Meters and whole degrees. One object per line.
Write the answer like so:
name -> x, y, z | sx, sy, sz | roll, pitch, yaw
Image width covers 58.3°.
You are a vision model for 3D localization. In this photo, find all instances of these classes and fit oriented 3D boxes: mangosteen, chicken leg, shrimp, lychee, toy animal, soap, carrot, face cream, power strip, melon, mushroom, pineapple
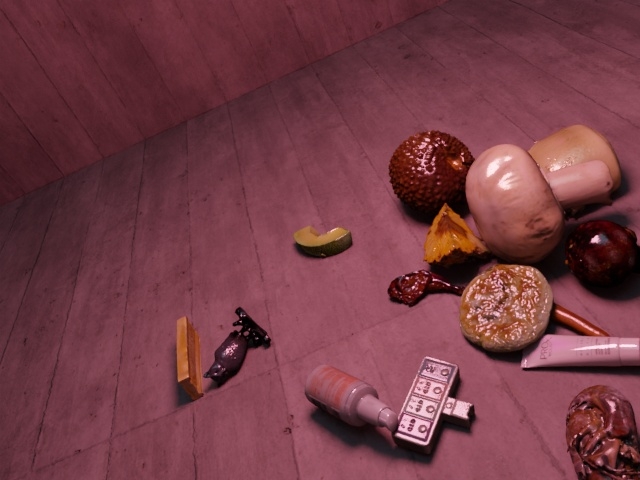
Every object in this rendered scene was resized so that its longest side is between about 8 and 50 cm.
mangosteen -> 0.669, 0.028, 1.335 | 0.184, 0.172, 0.172 | -2, 38, 0
chicken leg -> 0.280, 0.124, 1.540 | 0.205, 0.053, 0.093 | -18, 59, 22
shrimp -> 0.516, 0.401, 0.995 | 0.145, 0.116, 0.343 | -25, 33, 27
lychee -> 0.334, -0.199, 1.748 | 0.268, 0.267, 0.267 | -16, 37, 13
toy animal -> -0.255, 0.301, 1.607 | 0.210, 0.121, 0.117 | -47, 22, -17
soap -> -0.374, 0.330, 1.637 | 0.037, 0.092, 0.252 | -23, 36, 1
carrot -> 0.556, 0.172, 1.318 | 0.043, 0.043, 0.248 | -37, 39, -15
face cream -> 0.558, 0.236, 1.230 | 0.244, 0.058, 0.092 | -7, 44, 34
face cream -> 0.076, 0.362, 1.293 | 0.101, 0.101, 0.252 | -45, 33, -25
power strip -> 0.259, 0.365, 1.251 | 0.145, 0.061, 0.215 | 10, 49, 30
melon -> 0.000, 0.000, 1.853 | 0.209, 0.064, 0.118 | 18, 55, 47
mushroom -> 0.550, -0.109, 1.458 | 0.336, 0.314, 0.314 | -15, 37, 6
pineapple -> 0.372, 0.026, 1.582 | 0.139, 0.164, 0.249 | -56, 20, 28

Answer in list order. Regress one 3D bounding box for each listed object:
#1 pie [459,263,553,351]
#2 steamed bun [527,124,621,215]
pie -> 0.436, 0.156, 1.359 | 0.241, 0.054, 0.240 | -25, 42, 25
steamed bun -> 0.691, -0.211, 1.608 | 0.232, 0.166, 0.273 | -19, 37, 7
